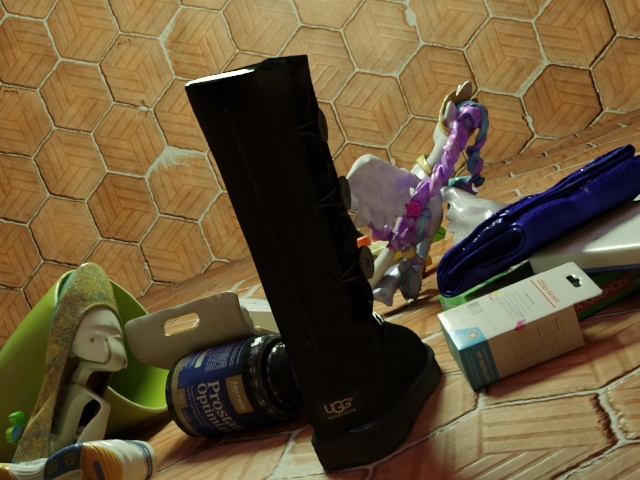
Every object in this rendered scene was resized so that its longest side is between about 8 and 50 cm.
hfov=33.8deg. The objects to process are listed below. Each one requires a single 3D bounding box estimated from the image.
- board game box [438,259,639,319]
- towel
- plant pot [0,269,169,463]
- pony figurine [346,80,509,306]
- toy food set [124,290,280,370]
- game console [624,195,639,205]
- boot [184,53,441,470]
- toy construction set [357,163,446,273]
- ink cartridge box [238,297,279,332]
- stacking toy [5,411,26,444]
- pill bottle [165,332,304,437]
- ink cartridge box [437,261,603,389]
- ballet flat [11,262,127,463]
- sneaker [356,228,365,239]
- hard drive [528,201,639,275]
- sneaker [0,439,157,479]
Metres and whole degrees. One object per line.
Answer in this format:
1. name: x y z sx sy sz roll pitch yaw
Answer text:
1. board game box: 0.330 0.059 1.503 0.213 0.046 0.317 -24 7 -17
2. towel: 0.321 -0.032 1.513 0.308 0.076 0.227 -24 -10 -32
3. plant pot: -0.434 0.244 1.743 0.293 0.275 0.275 -38 1 16
4. pony figurine: 0.172 -0.056 1.793 0.351 0.303 0.363 -75 7 -47
5. toy food set: -0.113 0.142 1.599 0.220 0.092 0.306 -17 -25 33
6. game console: 0.461 -0.036 1.913 0.342 0.060 0.386 -11 11 34
7. boot: 0.000 0.000 1.266 0.146 0.445 0.367 -21 6 9
8. toy construction set: 0.105 -0.008 2.088 0.328 0.215 0.151 -22 5 1
9. ink cartridge box: -0.117 0.151 1.872 0.140 0.082 0.191 3 1 -4
10. stacking toy: -0.547 0.351 1.583 0.167 0.052 0.221 -16 36 39
11. pill bottle: -0.095 0.194 1.435 0.219 0.123 0.123 -18 7 34
12. ink cartridge box: 0.243 0.100 1.261 0.181 0.061 0.104 -22 23 0
13. ballet flat: -0.338 0.202 1.503 0.123 0.348 0.123 13 -17 4
14. sneaker: 0.021 -0.018 2.538 0.185 0.202 0.483 -21 6 -3
15. hard drive: 0.446 -0.015 1.339 0.210 0.040 0.319 -24 7 -28
16. sneaker: -0.339 0.326 1.357 0.296 0.112 0.131 -17 -10 28
